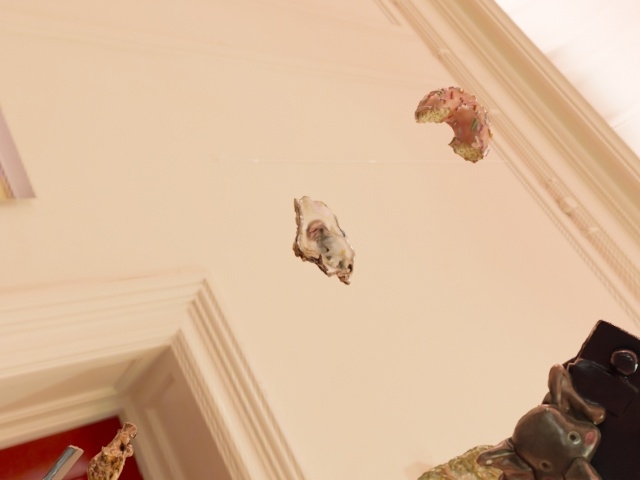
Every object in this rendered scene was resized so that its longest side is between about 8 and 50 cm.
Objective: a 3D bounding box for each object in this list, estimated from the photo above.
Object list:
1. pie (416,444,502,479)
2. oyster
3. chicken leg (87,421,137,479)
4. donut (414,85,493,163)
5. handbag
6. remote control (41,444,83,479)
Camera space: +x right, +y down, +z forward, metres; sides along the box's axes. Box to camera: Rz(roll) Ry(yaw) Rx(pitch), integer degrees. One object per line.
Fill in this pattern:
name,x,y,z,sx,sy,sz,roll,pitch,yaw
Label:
pie,0.254,0.464,1.096,0.090,0.247,0.201,86,-22,-55
oyster,0.000,0.000,1.656,0.083,0.214,0.223,-25,-115,30
chicken leg,-0.543,0.560,1.749,0.085,0.207,0.101,23,-55,-1
donut,0.257,-0.227,1.218,0.065,0.166,0.117,-17,-135,56
handbag,0.348,0.279,0.815,0.269,0.118,0.326,29,-84,20
remote control,-0.709,0.638,1.708,0.025,0.063,0.245,31,-107,20
